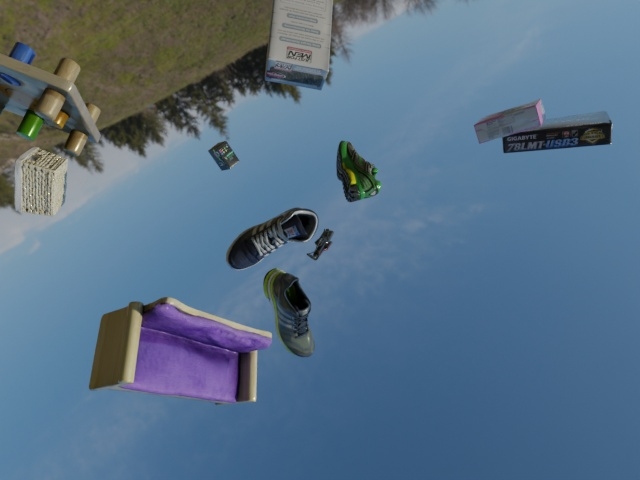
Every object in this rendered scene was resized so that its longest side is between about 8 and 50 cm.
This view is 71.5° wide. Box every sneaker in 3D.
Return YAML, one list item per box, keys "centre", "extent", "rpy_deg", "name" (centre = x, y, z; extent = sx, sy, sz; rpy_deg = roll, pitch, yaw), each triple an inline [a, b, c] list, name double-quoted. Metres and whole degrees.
- centre: [-0.130, -0.007, 1.236]
  extent: [0.282, 0.099, 0.153]
  rpy_deg: [-34, -164, -16]
  name: "sneaker"
- centre: [0.147, -0.281, 1.797]
  extent: [0.146, 0.134, 0.344]
  rpy_deg: [-6, -132, -10]
  name: "sneaker"
- centre: [-0.079, 0.230, 1.354]
  extent: [0.111, 0.300, 0.121]
  rpy_deg: [-32, -160, -33]
  name: "sneaker"

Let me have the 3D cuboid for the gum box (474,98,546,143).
- centre: [0.563, -0.356, 1.336]
  extent: [0.188, 0.062, 0.107]
  rpy_deg: [-11, -161, 37]
  name: "gum box"

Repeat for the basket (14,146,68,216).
- centre: [-0.800, -0.165, 1.279]
  extent: [0.113, 0.103, 0.167]
  rpy_deg: [-102, -150, -57]
  name: "basket"

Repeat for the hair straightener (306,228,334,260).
- centre: [0.000, 0.000, 1.527]
  extent: [0.047, 0.089, 0.230]
  rpy_deg: [14, -159, 16]
  name: "hair straightener"

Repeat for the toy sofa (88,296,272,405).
- centre: [-0.265, 0.249, 0.933]
  extent: [0.177, 0.362, 0.150]
  rpy_deg: [-17, -121, 27]
  name: "toy sofa"

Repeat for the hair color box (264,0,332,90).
- centre: [-0.064, -0.677, 1.393]
  extent: [0.113, 0.185, 0.375]
  rpy_deg: [131, -36, -71]
  name: "hair color box"

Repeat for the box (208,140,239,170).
- centre: [-0.329, -0.288, 1.513]
  extent: [0.062, 0.083, 0.052]
  rpy_deg: [2, -138, 49]
  name: "box"

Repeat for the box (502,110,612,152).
- centre: [0.763, -0.351, 1.440]
  extent: [0.295, 0.074, 0.293]
  rpy_deg: [0, -162, 31]
  name: "box"

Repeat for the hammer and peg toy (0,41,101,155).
- centre: [-0.651, -0.317, 0.891]
  extent: [0.266, 0.361, 0.128]
  rpy_deg: [146, -38, -71]
  name: "hammer and peg toy"
